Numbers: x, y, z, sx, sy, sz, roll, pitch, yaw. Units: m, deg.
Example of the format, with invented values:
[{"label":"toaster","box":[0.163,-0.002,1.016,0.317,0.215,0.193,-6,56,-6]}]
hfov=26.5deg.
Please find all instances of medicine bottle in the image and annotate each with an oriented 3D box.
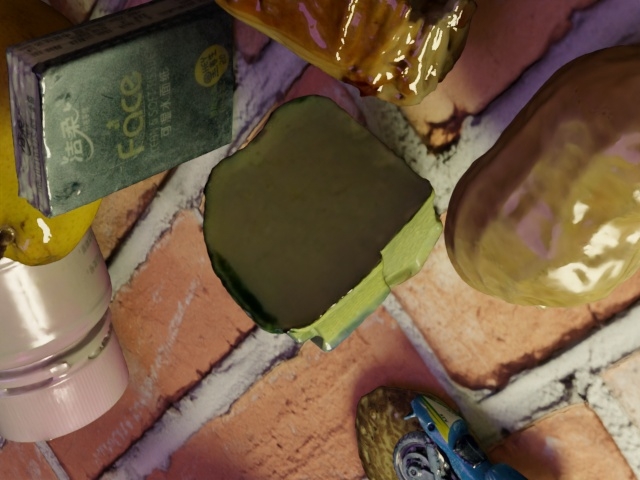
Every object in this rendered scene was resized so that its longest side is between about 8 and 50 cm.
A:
[{"label":"medicine bottle","box":[-0.412,0.088,1.870,0.256,0.256,0.325,15,131,44]}]

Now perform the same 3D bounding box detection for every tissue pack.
[{"label":"tissue pack","box":[-0.213,-0.154,1.481,0.081,0.257,0.185,32,134,36]}]

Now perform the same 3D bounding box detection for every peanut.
[{"label":"peanut","box":[0.219,-0.054,1.120,0.158,0.174,0.340,24,137,-8]}]

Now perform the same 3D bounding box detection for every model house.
[{"label":"model house","box":[0.000,0.000,1.370,0.195,0.214,0.189,39,175,24]}]

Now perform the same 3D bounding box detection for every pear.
[{"label":"pear","box":[-0.376,-0.140,1.648,0.336,0.285,0.285,51,143,28]}]

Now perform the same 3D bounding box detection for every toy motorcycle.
[{"label":"toy motorcycle","box":[0.180,0.269,1.417,0.254,0.092,0.135,40,123,21]}]

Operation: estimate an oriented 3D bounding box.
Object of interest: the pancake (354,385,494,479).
[{"label":"pancake","box":[0.116,0.265,1.555,0.212,0.029,0.235,35,136,31]}]

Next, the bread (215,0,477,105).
[{"label":"bread","box":[0.002,-0.329,1.182,0.370,0.191,0.314,29,128,14]}]
